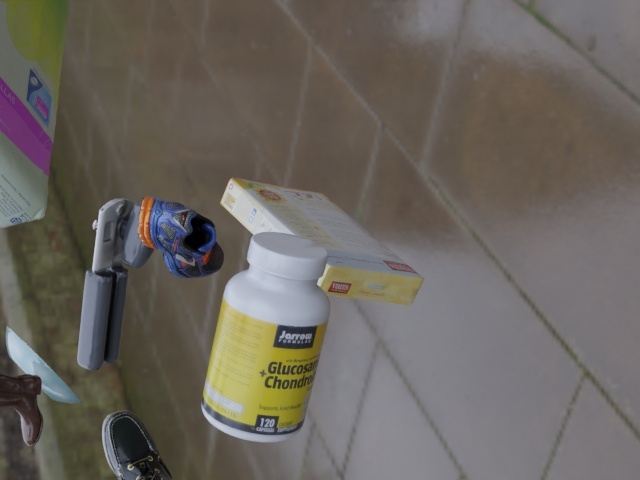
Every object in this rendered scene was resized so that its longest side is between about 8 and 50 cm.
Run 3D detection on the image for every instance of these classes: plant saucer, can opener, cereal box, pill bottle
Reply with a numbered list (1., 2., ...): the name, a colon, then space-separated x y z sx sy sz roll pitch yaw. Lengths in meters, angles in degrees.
1. plant saucer: -0.505 0.233 2.034 0.195 0.037 0.195 42 165 13
2. can opener: -0.313 0.069 1.720 0.093 0.074 0.280 24 112 27
3. cereal box: 0.000 0.000 1.480 0.240 0.173 0.047 43 114 43
4. pill bottle: -0.048 0.090 1.084 0.103 0.103 0.184 -138 57 -60

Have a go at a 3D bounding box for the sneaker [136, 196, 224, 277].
1. sneaker: -0.186 0.005 1.652 0.221 0.087 0.083 44 -125 -65

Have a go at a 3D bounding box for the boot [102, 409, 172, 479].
1. boot: -0.266 0.387 1.822 0.178 0.085 0.236 -8 103 65

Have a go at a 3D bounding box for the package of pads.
1. package of pads: -0.315 -0.189 0.973 0.229 0.101 0.297 59 -157 -53

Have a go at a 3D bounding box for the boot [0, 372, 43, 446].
1. boot: -0.442 0.237 1.599 0.037 0.114 0.107 -9 78 26
